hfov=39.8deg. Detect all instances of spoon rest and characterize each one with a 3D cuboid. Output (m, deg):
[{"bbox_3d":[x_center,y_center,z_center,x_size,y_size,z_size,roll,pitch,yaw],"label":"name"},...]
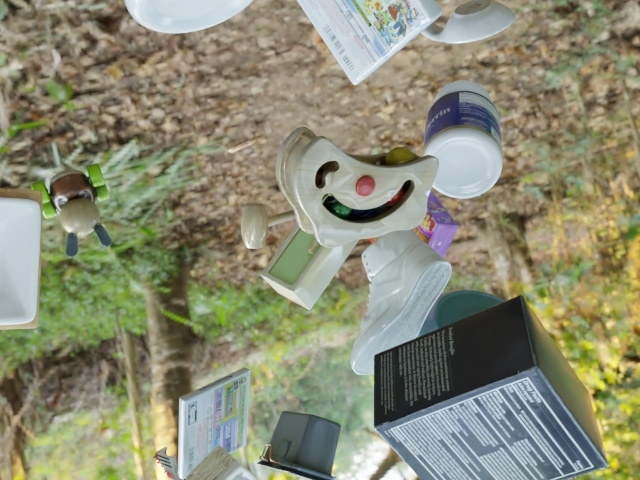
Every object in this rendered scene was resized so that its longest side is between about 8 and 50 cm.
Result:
[{"bbox_3d":[0.269,-0.435,1.755,0.137,0.084,0.276,-33,-146,-18],"label":"spoon rest"}]

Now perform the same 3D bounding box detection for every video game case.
[{"bbox_3d":[0.043,-0.469,1.563,0.036,0.329,0.300,-35,-177,-26],"label":"video game case"},{"bbox_3d":[-0.239,0.410,1.989,0.023,0.212,0.193,24,-150,37],"label":"video game case"}]

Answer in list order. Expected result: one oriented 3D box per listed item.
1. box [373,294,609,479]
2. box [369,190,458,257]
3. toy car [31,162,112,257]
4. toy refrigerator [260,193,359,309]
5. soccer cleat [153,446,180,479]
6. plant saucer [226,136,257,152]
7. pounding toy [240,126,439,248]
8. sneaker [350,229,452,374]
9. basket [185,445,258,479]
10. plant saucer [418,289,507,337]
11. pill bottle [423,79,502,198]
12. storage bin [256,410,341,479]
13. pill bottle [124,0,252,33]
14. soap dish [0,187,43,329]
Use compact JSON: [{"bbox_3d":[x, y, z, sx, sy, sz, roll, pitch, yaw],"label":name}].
[{"bbox_3d":[0.291,0.292,1.528,0.294,0.296,0.182,-25,-146,22],"label":"box"},{"bbox_3d":[0.192,-0.033,1.986,0.057,0.293,0.200,6,122,-24],"label":"box"},{"bbox_3d":[-0.542,-0.054,1.995,0.155,0.188,0.149,-20,160,-12],"label":"toy car"},{"bbox_3d":[0.000,0.000,1.868,0.102,0.269,0.094,27,164,38],"label":"toy refrigerator"},{"bbox_3d":[-0.293,0.442,1.731,0.036,0.083,0.029,-40,157,-9],"label":"soccer cleat"},{"bbox_3d":[-0.197,-0.239,2.223,0.084,0.013,0.083,-23,-171,4],"label":"plant saucer"},{"bbox_3d":[0.011,-0.089,1.224,0.270,0.154,0.155,-13,-157,-20],"label":"pounding toy"},{"bbox_3d":[0.127,0.112,1.746,0.108,0.169,0.292,18,114,-40],"label":"sneaker"},{"bbox_3d":[-0.189,0.527,1.866,0.113,0.167,0.103,-43,-141,-12],"label":"basket"},{"bbox_3d":[0.375,0.213,2.015,0.318,0.317,0.043,-12,136,-33],"label":"plant saucer"},{"bbox_3d":[0.287,-0.213,1.785,0.153,0.153,0.264,-17,-150,20],"label":"pill bottle"},{"bbox_3d":[-0.032,0.305,1.322,0.098,0.091,0.135,23,163,-23],"label":"storage bin"},{"bbox_3d":[-0.227,-0.500,1.257,0.210,0.362,0.210,-21,166,-5],"label":"pill bottle"},{"bbox_3d":[-0.596,0.027,1.398,0.291,0.228,0.118,2,-178,-34],"label":"soap dish"}]
